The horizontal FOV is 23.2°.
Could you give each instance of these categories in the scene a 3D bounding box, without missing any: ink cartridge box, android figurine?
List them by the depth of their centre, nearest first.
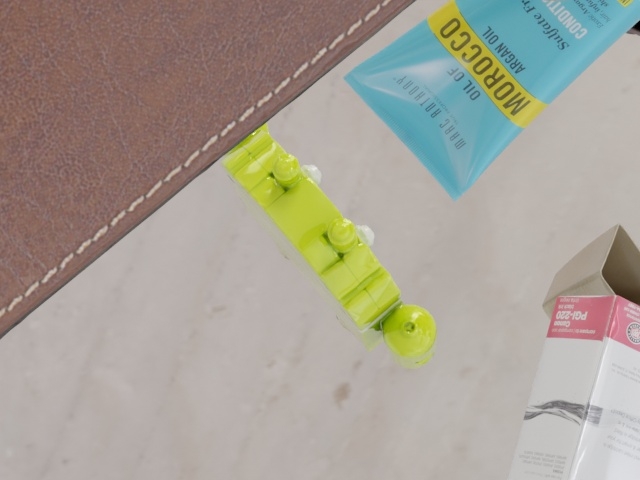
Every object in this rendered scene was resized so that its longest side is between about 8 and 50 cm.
[{"bbox_3d":[0.000,0.000,1.226,0.056,0.273,0.248,-39,77,-5],"label":"android figurine"},{"bbox_3d":[0.286,0.180,1.532,0.092,0.158,0.218,-4,66,56],"label":"ink cartridge box"}]

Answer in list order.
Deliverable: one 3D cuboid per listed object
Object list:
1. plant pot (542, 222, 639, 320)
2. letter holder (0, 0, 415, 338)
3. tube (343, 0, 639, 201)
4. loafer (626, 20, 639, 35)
[{"bbox_3d":[0.312,0.066,1.729,0.096,0.109,0.109,-28,108,36],"label":"plant pot"},{"bbox_3d":[-0.096,-0.130,0.419,0.302,0.214,0.152,-40,36,-8],"label":"letter holder"},{"bbox_3d":[0.110,-0.110,0.708,0.207,0.052,0.080,-40,89,23],"label":"tube"},{"bbox_3d":[0.260,-0.278,1.528,0.095,0.302,0.109,45,104,30],"label":"loafer"}]
